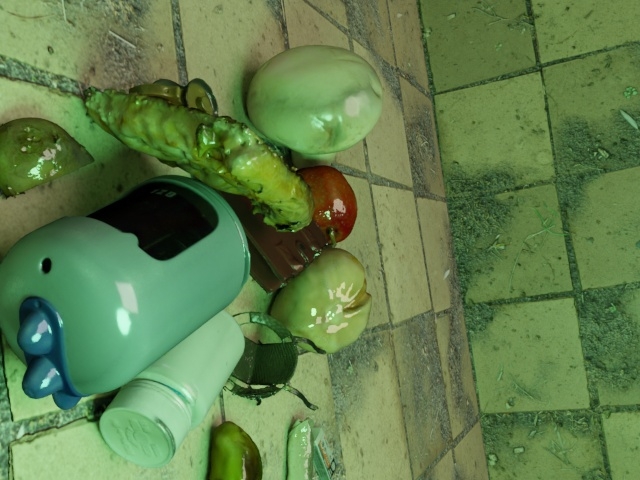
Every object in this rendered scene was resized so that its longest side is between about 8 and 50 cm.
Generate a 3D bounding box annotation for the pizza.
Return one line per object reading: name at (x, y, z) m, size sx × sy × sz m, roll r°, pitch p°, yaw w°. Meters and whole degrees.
pizza at (-0.143, -0.111, 1.043) m, size 0.434 × 0.392 × 0.080 m, roll 28°, pitch 84°, yaw -28°

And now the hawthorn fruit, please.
hawthorn fruit at (0.000, -0.064, 1.585) m, size 0.196 × 0.196 × 0.226 m, roll 51°, pitch 10°, yaw -46°

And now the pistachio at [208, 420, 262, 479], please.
pistachio at (-0.152, 0.424, 1.222) m, size 0.110 × 0.100 × 0.190 m, roll 38°, pitch 46°, yaw -49°

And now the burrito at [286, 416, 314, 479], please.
burrito at (-0.043, 0.523, 1.473) m, size 0.082 × 0.059 × 0.276 m, roll 46°, pitch 41°, yaw -61°

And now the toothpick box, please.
toothpick box at (-0.278, 0.074, 0.939) m, size 0.354 × 0.262 × 0.263 m, roll -40°, pitch 117°, yaw -61°

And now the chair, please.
chair at (-0.111, 0.240, 1.338) m, size 0.213 × 0.149 × 0.174 m, roll 43°, pitch 47°, yaw -45°

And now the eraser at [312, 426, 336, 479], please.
eraser at (0.003, 0.507, 1.607) m, size 0.052 × 0.029 × 0.122 m, roll -52°, pitch 127°, yaw -58°

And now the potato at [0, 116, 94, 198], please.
potato at (-0.379, -0.134, 0.960) m, size 0.172 × 0.089 × 0.101 m, roll -43°, pitch 117°, yaw -60°

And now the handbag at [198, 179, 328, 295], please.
handbag at (-0.120, -0.045, 1.378) m, size 0.276 × 0.084 × 0.260 m, roll 51°, pitch 26°, yaw 0°

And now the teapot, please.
teapot at (-0.263, -0.237, 1.212) m, size 0.165 × 0.119 × 0.131 m, roll 26°, pitch 57°, yaw -60°

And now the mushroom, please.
mushroom at (-0.015, -0.329, 1.588) m, size 0.356 × 0.314 × 0.315 m, roll -131°, pitch -152°, yaw -81°

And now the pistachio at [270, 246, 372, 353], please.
pistachio at (0.004, 0.135, 1.533) m, size 0.309 × 0.229 × 0.230 m, roll -74°, pitch 148°, yaw -72°

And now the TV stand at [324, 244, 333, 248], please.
TV stand at (0.000, 0.000, 1.780) m, size 0.049 × 0.040 × 0.257 m, roll -20°, pitch 99°, yaw -64°

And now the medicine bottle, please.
medicine bottle at (-0.229, 0.223, 1.082) m, size 0.144 × 0.143 × 0.258 m, roll 68°, pitch 27°, yaw -25°
